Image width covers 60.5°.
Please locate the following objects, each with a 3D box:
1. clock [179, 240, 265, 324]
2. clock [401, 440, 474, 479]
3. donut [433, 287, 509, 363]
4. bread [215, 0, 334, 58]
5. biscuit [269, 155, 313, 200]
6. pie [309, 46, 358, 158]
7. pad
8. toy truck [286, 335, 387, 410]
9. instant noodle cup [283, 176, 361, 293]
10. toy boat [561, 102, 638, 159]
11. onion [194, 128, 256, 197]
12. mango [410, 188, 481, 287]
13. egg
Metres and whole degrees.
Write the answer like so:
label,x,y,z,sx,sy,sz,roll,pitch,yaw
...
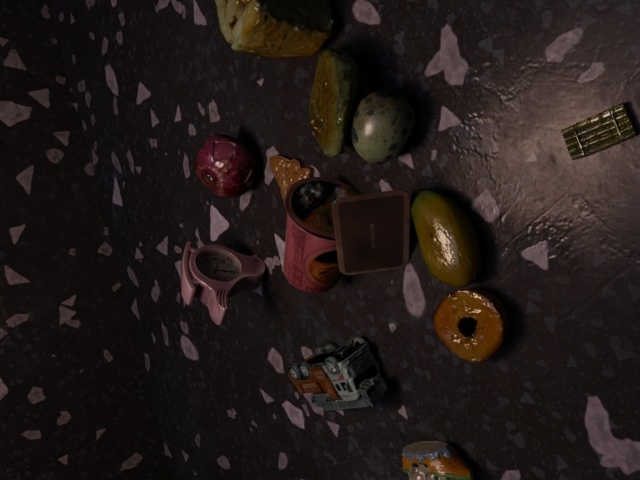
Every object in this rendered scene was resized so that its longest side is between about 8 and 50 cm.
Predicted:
label,x,y,z,sx,sy,sz,roll,pitch,yaw
clock,-0.311,0.138,1.773,0.290,0.276,0.080,-104,30,-46
clock,0.293,0.586,1.381,0.231,0.103,0.144,-27,83,53
donut,0.341,0.180,1.219,0.162,0.065,0.178,53,136,17
bread,-0.147,-0.650,1.376,0.264,0.239,0.394,-17,83,54
biscuit,-0.081,-0.172,1.628,0.250,0.035,0.162,48,130,30
pie,0.036,-0.333,1.330,0.277,0.079,0.276,177,90,-75
pad,0.122,-0.011,1.289,0.266,0.176,0.002,81,-178,-46
toy truck,0.058,0.396,1.578,0.338,0.133,0.184,-27,91,53
instant noodle cup,0.000,0.000,1.459,0.244,0.244,0.255,47,142,29
toy boat,0.484,-0.188,0.959,0.115,0.016,0.063,-25,82,51
onion,-0.292,-0.226,1.750,0.200,0.201,0.207,52,124,25
mango,0.275,-0.011,1.210,0.137,0.091,0.237,-21,86,46
egg,0.138,-0.254,1.251,0.141,0.141,0.181,48,140,29
